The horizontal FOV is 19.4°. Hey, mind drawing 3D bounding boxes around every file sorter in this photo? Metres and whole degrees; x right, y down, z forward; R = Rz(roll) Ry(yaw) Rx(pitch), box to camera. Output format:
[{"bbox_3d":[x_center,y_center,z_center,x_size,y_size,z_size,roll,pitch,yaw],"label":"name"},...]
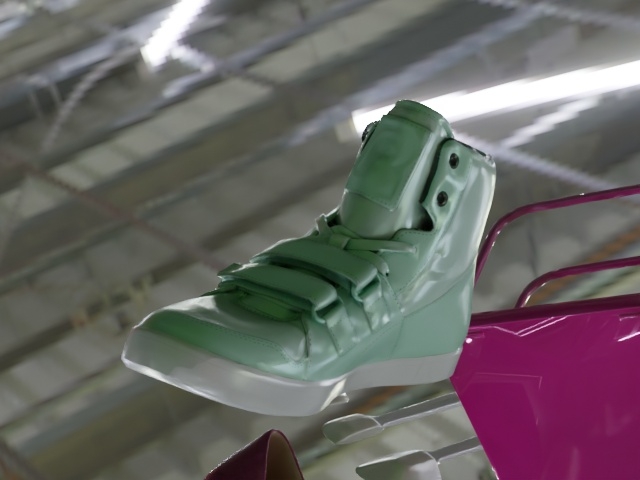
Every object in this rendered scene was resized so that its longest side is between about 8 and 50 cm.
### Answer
[{"bbox_3d":[0.254,0.120,1.502,0.202,0.291,0.182,-9,-148,31],"label":"file sorter"}]

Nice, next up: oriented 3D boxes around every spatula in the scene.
[{"bbox_3d":[0.075,0.164,1.699,0.168,0.019,0.242,33,-157,30],"label":"spatula"}]

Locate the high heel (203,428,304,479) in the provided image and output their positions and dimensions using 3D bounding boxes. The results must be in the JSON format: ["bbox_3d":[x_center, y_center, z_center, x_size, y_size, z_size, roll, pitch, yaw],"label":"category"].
[{"bbox_3d":[-0.011,0.311,1.614,0.377,0.127,0.181,36,-87,46],"label":"high heel"}]

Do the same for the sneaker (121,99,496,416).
[{"bbox_3d":[0.000,0.000,0.934,0.094,0.151,0.256,19,-167,31],"label":"sneaker"}]
